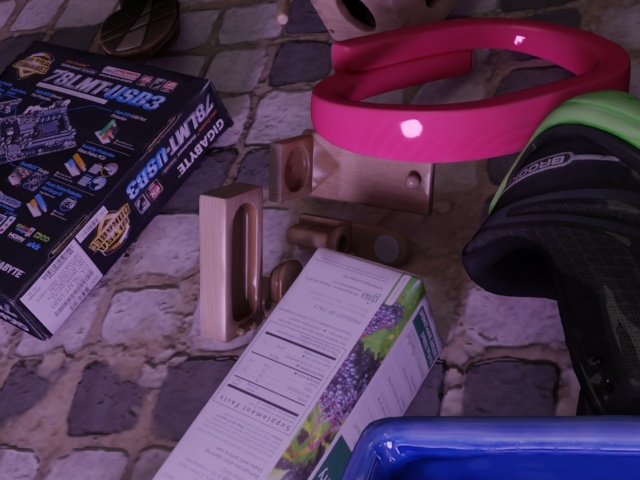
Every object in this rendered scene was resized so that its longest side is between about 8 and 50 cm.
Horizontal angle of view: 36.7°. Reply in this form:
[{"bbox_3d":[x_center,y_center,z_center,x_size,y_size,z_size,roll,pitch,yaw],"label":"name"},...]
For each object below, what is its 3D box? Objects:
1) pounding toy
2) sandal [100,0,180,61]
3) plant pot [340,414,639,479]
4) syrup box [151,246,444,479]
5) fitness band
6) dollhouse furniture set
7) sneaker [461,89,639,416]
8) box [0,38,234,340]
[{"bbox_3d":[0.034,-0.260,1.018,0.206,0.094,0.181,21,65,45],"label":"pounding toy"},{"bbox_3d":[-0.204,-0.250,1.129,0.090,0.060,0.219,-16,31,0],"label":"sandal"},{"bbox_3d":[0.125,0.230,0.430,0.236,0.212,0.236,-7,46,37],"label":"plant pot"},{"bbox_3d":[-0.014,0.128,0.681,0.096,0.093,0.237,17,58,32],"label":"syrup box"},{"bbox_3d":[0.128,-0.133,0.825,0.290,0.054,0.209,-19,34,-29],"label":"fitness band"},{"bbox_3d":[0.000,0.000,0.756,0.123,0.144,0.151,11,19,29],"label":"dollhouse furniture set"},{"bbox_3d":[0.264,0.095,0.573,0.202,0.185,0.483,-45,43,3],"label":"sneaker"},{"bbox_3d":[-0.287,-0.071,0.986,0.295,0.073,0.293,19,58,34],"label":"box"}]
